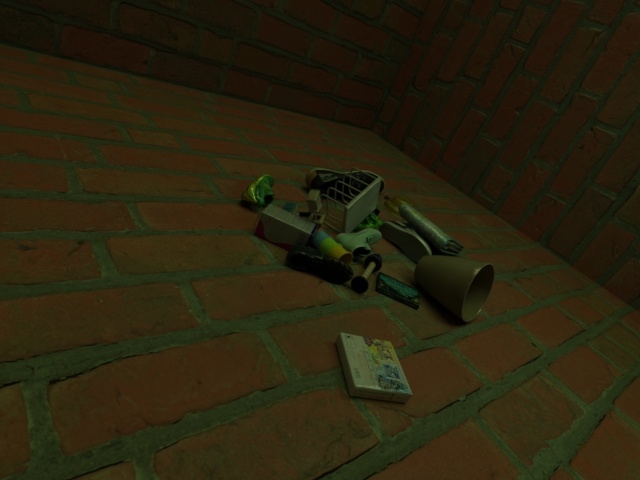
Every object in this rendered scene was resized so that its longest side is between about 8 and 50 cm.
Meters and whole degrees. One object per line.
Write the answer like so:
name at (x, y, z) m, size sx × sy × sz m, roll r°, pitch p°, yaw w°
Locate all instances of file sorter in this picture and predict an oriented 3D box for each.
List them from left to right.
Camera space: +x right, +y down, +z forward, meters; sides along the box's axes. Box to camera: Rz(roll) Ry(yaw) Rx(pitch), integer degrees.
file sorter at (0.136, -0.191, 1.957) m, size 0.173 × 0.193 × 0.277 m, roll 30°, pitch 53°, yaw 24°

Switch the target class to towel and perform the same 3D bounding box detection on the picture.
towel at (0.597, -0.048, 2.200) m, size 0.320 × 0.090 × 0.374 m, roll 44°, pitch 14°, yaw 30°

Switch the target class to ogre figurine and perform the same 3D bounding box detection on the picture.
ogre figurine at (0.233, -0.090, 2.064) m, size 0.118 × 0.097 × 0.196 m, roll 34°, pitch 20°, yaw 35°

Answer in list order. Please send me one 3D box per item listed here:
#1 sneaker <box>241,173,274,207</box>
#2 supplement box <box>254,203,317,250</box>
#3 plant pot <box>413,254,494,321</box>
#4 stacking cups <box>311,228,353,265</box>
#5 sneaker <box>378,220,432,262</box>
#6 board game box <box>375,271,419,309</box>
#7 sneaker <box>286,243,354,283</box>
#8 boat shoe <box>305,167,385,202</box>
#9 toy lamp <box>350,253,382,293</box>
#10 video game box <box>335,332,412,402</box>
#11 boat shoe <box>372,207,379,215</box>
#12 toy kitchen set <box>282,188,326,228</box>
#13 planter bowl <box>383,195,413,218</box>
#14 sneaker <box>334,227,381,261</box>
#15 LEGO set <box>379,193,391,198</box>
sneaker at (-0.272, -0.218, 1.890) m, size 0.123 × 0.109 × 0.296 m, roll 44°, pitch 24°, yaw -9°
supplement box at (-0.138, -0.043, 1.647) m, size 0.219 × 0.111 × 0.114 m, roll 25°, pitch 26°, yaw -1°
plant pot at (0.544, 0.168, 1.730) m, size 0.256 × 0.257 × 0.273 m, roll -6°, pitch 23°, yaw -45°
stacking cups at (0.000, 0.000, 1.713) m, size 0.095 × 0.096 × 0.316 m, roll -4°, pitch 36°, yaw -44°
sneaker at (0.451, -0.008, 2.061) m, size 0.127 × 0.126 × 0.321 m, roll -13°, pitch 43°, yaw -42°
board game box at (0.317, 0.204, 1.675) m, size 0.186 × 0.026 × 0.126 m, roll 24°, pitch 26°, yaw -1°
sneaker at (0.004, 0.078, 1.561) m, size 0.267 × 0.101 × 0.106 m, roll 21°, pitch 24°, yaw -8°
boat shoe at (0.156, -0.301, 2.298) m, size 0.499 × 0.187 × 0.156 m, roll 2°, pitch 39°, yaw -28°
toy lamp at (0.196, 0.122, 1.665) m, size 0.080 × 0.080 × 0.274 m, roll 29°, pitch 26°, yaw 10°
video game box at (0.152, 0.372, 1.207) m, size 0.186 × 0.048 × 0.205 m, roll 13°, pitch 29°, yaw -18°
boat shoe at (0.269, -0.150, 2.226) m, size 0.073 × 0.073 × 0.207 m, roll 30°, pitch 27°, yaw 15°
toy kitchen set at (-0.083, -0.151, 1.710) m, size 0.206 × 0.166 × 0.122 m, roll 5°, pitch 46°, yaw 20°
planter bowl at (0.503, -0.217, 2.527) m, size 0.216 × 0.091 × 0.217 m, roll 19°, pitch 28°, yaw -11°
sneaker at (0.202, 0.024, 1.827) m, size 0.255 × 0.094 × 0.151 m, roll -9°, pitch 35°, yaw -33°
LEGO set at (0.423, -0.285, 2.666) m, size 0.083 × 0.024 × 0.054 m, roll 27°, pitch 21°, yaw 35°
